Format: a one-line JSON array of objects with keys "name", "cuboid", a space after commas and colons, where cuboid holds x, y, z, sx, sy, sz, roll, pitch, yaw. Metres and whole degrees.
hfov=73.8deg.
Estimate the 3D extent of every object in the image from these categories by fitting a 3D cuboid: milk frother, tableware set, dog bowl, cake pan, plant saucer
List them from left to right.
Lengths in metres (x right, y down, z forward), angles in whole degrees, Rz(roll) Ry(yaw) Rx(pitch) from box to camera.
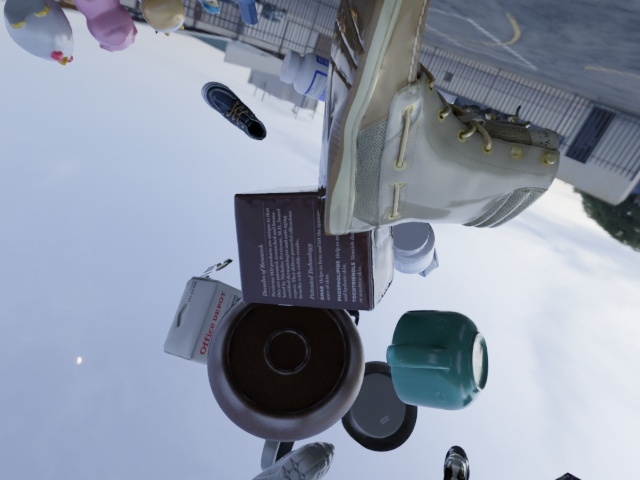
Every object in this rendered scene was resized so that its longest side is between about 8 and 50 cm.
[{"name": "tableware set", "cuboid": [-0.332, 0.104, 1.340, 0.024, 0.104, 0.154, 62, -165, -15]}, {"name": "cake pan", "cuboid": [-0.134, 0.695, 1.520, 0.054, 0.293, 0.293, 14, -158, 14]}, {"name": "plant saucer", "cuboid": [-0.064, 0.219, 0.825, 0.311, 0.050, 0.310, 2, -119, -4]}, {"name": "milk frother", "cuboid": [0.080, 0.267, 1.638, 0.129, 0.134, 0.143, -10, -129, -8]}, {"name": "dog bowl", "cuboid": [0.226, 0.683, 1.769, 0.349, 0.102, 0.348, 6, -112, -15]}]

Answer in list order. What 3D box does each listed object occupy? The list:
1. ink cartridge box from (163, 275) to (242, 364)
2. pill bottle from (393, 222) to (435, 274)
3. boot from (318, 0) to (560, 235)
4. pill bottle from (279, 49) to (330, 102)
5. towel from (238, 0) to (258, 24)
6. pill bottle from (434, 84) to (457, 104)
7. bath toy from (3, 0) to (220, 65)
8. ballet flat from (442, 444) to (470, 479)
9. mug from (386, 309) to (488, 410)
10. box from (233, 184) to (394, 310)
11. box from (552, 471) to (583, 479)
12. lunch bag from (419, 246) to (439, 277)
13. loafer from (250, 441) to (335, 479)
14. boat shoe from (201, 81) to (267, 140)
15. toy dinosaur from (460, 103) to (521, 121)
[{"name": "ink cartridge box", "cuboid": [-0.235, 0.231, 1.103, 0.114, 0.196, 0.273, 1, 157, 39]}, {"name": "pill bottle", "cuboid": [0.217, 0.006, 1.045, 0.124, 0.124, 0.221, 30, 173, 19]}, {"name": "boot", "cuboid": [0.108, -0.104, 0.356, 0.204, 0.261, 0.095, 0, -135, -8]}, {"name": "pill bottle", "cuboid": [-0.009, -0.618, 1.621, 0.272, 0.152, 0.152, 14, -155, -22]}, {"name": "towel", "cuboid": [-0.204, -0.667, 1.182, 0.029, 0.119, 0.067, -33, -128, -22]}, {"name": "pill bottle", "cuboid": [0.243, -0.268, 0.966, 0.086, 0.152, 0.086, 18, -149, -11]}, {"name": "bath toy", "cuboid": [-0.363, -0.406, 0.759, 0.349, 0.129, 0.151, -24, -108, -5]}, {"name": "ballet flat", "cuboid": [0.355, 0.627, 1.122, 0.074, 0.074, 0.203, 25, -135, 8]}, {"name": "mug", "cuboid": [0.159, 0.162, 0.560, 0.098, 0.129, 0.158, -5, -164, 34]}, {"name": "box", "cuboid": [0.000, 0.000, 0.661, 0.203, 0.166, 0.168, 0, -169, 20]}, {"name": "box", "cuboid": [0.380, 0.406, 0.622, 0.116, 0.029, 0.162, -20, 176, -13]}, {"name": "lunch bag", "cuboid": [0.307, 0.019, 1.478, 0.219, 0.090, 0.176, 43, 167, 46]}, {"name": "loafer", "cuboid": [-0.079, 0.589, 1.038, 0.112, 0.319, 0.112, 0, -129, -51]}, {"name": "boat shoe", "cuboid": [-0.202, -0.313, 1.037, 0.083, 0.065, 0.183, 46, -169, 36]}, {"name": "toy dinosaur", "cuboid": [0.396, -0.257, 0.998, 0.268, 0.118, 0.064, -13, -146, -39]}]
